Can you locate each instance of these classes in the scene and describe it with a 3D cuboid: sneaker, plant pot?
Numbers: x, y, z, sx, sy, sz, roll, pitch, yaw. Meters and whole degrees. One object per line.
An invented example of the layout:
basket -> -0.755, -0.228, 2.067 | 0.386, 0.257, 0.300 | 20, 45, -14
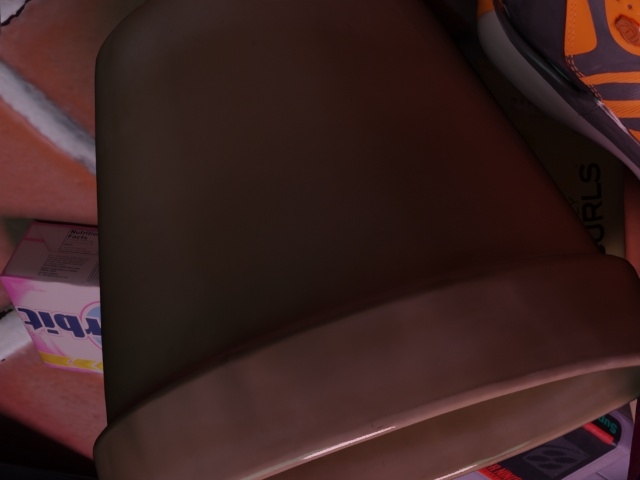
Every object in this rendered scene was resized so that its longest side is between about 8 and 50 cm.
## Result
sneaker -> 0.240, -0.071, 0.920 | 0.321, 0.124, 0.180 | 32, 158, -9
plant pot -> 0.000, 0.000, 0.999 | 0.323, 0.280, 0.323 | -18, 165, -5

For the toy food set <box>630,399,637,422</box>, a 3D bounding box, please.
toy food set -> 0.318, 0.117, 1.174 | 0.218, 0.071, 0.128 | -18, 91, 33

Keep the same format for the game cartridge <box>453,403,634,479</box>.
game cartridge -> 0.060, 0.122, 1.264 | 0.355, 0.068, 0.230 | 34, 136, -21

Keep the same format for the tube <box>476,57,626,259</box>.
tube -> 0.156, -0.015, 1.116 | 0.070, 0.062, 0.240 | -20, 130, -9

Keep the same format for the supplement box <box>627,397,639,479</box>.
supplement box -> 0.254, 0.088, 1.020 | 0.111, 0.220, 0.114 | 25, 116, 3

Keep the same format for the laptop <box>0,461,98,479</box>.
laptop -> -0.343, 0.168, 1.625 | 0.234, 0.136, 0.264 | -26, 94, 44

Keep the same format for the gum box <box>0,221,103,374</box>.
gum box -> -0.145, 0.050, 1.343 | 0.188, 0.062, 0.107 | 6, 137, 22
